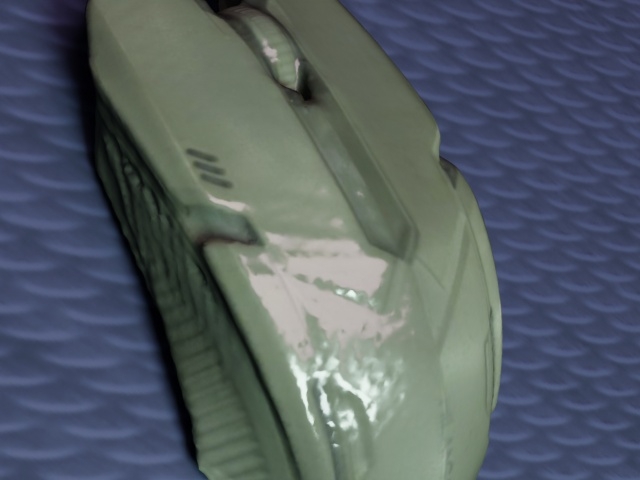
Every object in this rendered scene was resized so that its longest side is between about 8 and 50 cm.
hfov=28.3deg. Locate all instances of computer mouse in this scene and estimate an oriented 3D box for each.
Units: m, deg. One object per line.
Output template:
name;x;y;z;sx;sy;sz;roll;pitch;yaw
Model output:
computer mouse;0.001;-0.003;0.802;0.228;0.145;0.428;-19;84;-36
